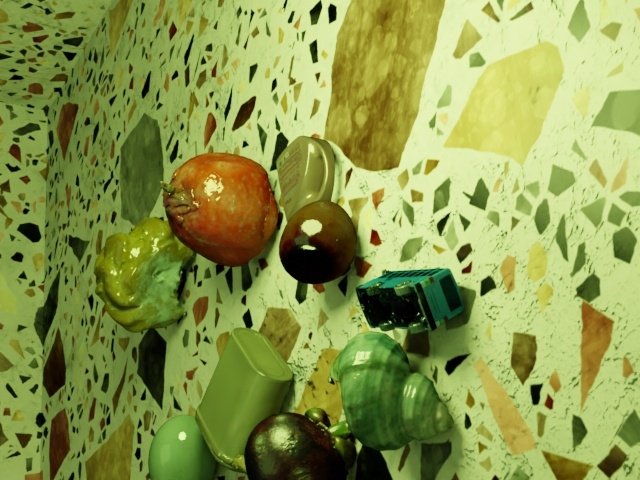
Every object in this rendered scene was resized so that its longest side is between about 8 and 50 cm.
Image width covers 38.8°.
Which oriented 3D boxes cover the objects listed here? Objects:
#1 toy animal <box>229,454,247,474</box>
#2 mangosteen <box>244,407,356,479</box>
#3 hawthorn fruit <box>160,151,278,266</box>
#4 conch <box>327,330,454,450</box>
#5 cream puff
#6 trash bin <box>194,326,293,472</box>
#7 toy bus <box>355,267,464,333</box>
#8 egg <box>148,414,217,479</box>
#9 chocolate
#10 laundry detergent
[{"bbox_3d":[-0.101,0.504,1.902,0.219,0.101,0.103,37,117,52],"label":"toy animal"},{"bbox_3d":[-0.034,0.432,1.744,0.216,0.216,0.216,-21,65,56],"label":"mangosteen"},{"bbox_3d":[-0.255,-0.088,2.128,0.276,0.307,0.276,-23,57,41],"label":"hawthorn fruit"},{"bbox_3d":[0.108,0.264,1.567,0.277,0.220,0.195,16,61,37],"label":"conch"},{"bbox_3d":[-0.514,0.084,2.542,0.270,0.274,0.323,15,93,50],"label":"cream puff"},{"bbox_3d":[-0.174,0.357,2.056,0.243,0.121,0.247,48,121,53],"label":"trash bin"},{"bbox_3d":[0.153,0.102,1.581,0.185,0.106,0.090,-5,109,58],"label":"toy bus"},{"bbox_3d":[-0.338,0.543,2.231,0.168,0.168,0.230,8,94,59],"label":"egg"},{"bbox_3d":[0.000,0.000,1.834,0.177,0.177,0.176,-21,65,56],"label":"chocolate"},{"bbox_3d":[-0.020,-0.109,1.951,0.171,0.076,0.237,-42,49,46],"label":"laundry detergent"}]
